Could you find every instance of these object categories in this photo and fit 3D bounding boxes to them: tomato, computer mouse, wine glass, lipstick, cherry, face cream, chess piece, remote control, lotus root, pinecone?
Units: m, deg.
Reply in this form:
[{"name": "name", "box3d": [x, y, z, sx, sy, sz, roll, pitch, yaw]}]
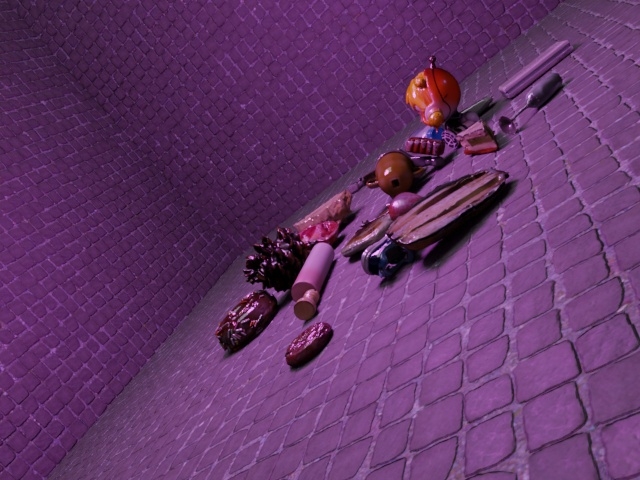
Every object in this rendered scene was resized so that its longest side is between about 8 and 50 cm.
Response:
[{"name": "tomato", "box3d": [0.000, 0.000, 2.279, 0.189, 0.099, 0.173, -10, 26, 22]}, {"name": "computer mouse", "box3d": [0.638, -0.537, 2.323, 0.181, 0.056, 0.089, -29, 12, 26]}, {"name": "wine glass", "box3d": [0.656, -0.431, 1.745, 0.262, 0.074, 0.074, -42, 9, -15]}, {"name": "lipstick", "box3d": [-0.020, 0.107, 1.904, 0.087, 0.087, 0.327, -37, 11, 22]}, {"name": "cherry", "box3d": [0.225, -0.091, 1.725, 0.225, 0.090, 0.107, -9, 45, 39]}, {"name": "face cream", "box3d": [0.488, -0.478, 2.574, 0.163, 0.080, 0.337, -40, 10, 0]}, {"name": "chess piece", "box3d": [-0.035, 0.188, 1.690, 0.066, 0.066, 0.122, -38, 4, 20]}, {"name": "remote control", "box3d": [0.811, -0.643, 2.130, 0.277, 0.055, 0.103, -37, 10, 14]}, {"name": "lotus root", "box3d": [0.317, -0.068, 1.376, 0.329, 0.078, 0.167, -31, 31, -6]}, {"name": "pinecone", "box3d": [-0.149, 0.074, 2.062, 0.257, 0.244, 0.243, -16, -11, -45]}]

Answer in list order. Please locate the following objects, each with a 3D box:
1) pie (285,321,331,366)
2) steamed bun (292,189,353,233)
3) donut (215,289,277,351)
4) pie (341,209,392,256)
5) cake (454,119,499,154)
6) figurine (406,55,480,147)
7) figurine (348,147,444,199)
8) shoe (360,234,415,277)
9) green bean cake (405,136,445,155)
[{"name": "pie", "box3d": [-0.033, 0.259, 1.421, 0.154, 0.036, 0.154, -40, 8, 7]}, {"name": "steamed bun", "box3d": [0.033, -0.093, 2.478, 0.295, 0.137, 0.292, -33, 6, 1]}, {"name": "donut", "box3d": [-0.271, 0.285, 2.050, 0.269, 0.103, 0.270, -38, 11, 9]}, {"name": "pie", "box3d": [0.163, -0.019, 1.857, 0.240, 0.054, 0.240, -38, 8, 6]}, {"name": "cake", "box3d": [0.491, -0.314, 1.790, 0.116, 0.086, 0.220, -36, 10, 24]}, {"name": "figurine", "box3d": [0.459, -0.525, 2.159, 0.196, 0.323, 0.320, -38, 11, 22]}, {"name": "figurine", "box3d": [0.278, -0.250, 2.105, 0.342, 0.167, 0.285, -38, 9, 14]}, {"name": "shoe", "box3d": [0.204, 0.025, 1.448, 0.207, 0.092, 0.106, -39, 34, -21]}, {"name": "green bean cake", "box3d": [0.384, -0.345, 2.059, 0.135, 0.135, 0.056, -32, -50, -69]}]
